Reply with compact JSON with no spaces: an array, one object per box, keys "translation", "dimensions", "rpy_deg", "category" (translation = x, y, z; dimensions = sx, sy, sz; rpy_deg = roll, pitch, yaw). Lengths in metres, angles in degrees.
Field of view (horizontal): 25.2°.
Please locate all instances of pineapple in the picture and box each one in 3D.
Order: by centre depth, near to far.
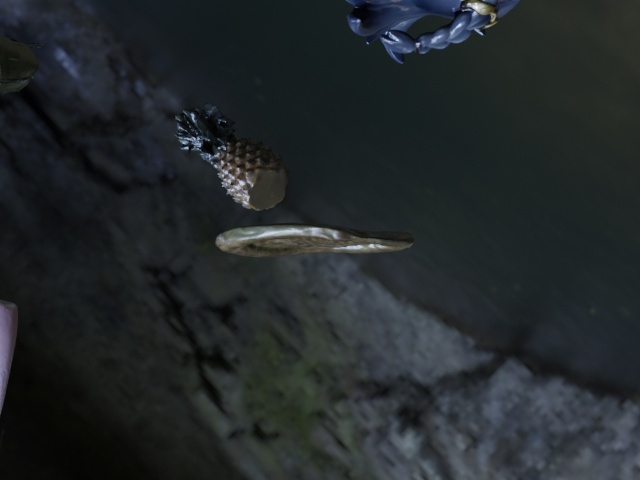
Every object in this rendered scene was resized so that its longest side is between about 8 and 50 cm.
[{"translation":[-0.103,-0.096,1.572],"dimensions":[0.159,0.074,0.074],"rpy_deg":[40,171,35],"category":"pineapple"}]

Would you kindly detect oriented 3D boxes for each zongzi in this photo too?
[{"translation":[-0.319,-0.206,1.484],"dimensions":[0.062,0.154,0.130],"rpy_deg":[46,131,17],"category":"zongzi"}]

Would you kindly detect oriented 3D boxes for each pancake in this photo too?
[{"translation":[0.000,-0.001,1.792],"dimensions":[0.250,0.250,0.031],"rpy_deg":[126,144,-83],"category":"pancake"}]

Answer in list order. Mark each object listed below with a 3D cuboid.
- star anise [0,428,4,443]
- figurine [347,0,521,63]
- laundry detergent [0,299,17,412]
[{"translation":[-0.410,0.303,1.732],"dimensions":[0.140,0.144,0.158],"rpy_deg":[45,177,10],"category":"star anise"},{"translation":[0.125,-0.311,1.634],"dimensions":[0.197,0.265,0.175],"rpy_deg":[52,-161,1],"category":"figurine"},{"translation":[-0.547,0.252,2.196],"dimensions":[0.159,0.335,0.088],"rpy_deg":[7,177,36],"category":"laundry detergent"}]
